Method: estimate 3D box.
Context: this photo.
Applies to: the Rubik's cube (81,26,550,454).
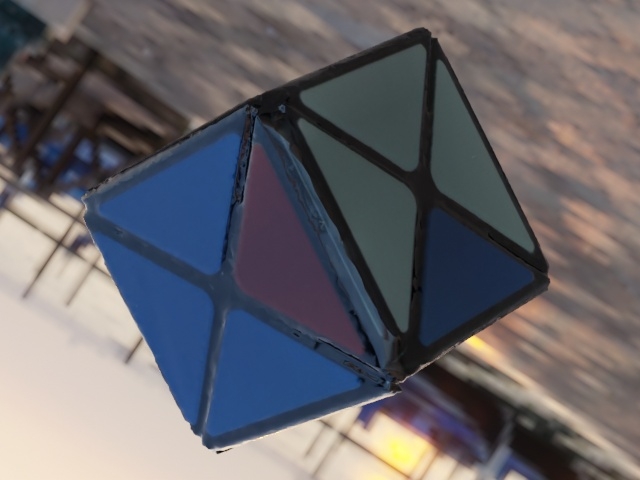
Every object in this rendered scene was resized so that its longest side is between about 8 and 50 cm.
[{"bbox_3d":[0.000,0.000,1.517,0.248,0.250,0.246,-24,93,40],"label":"Rubik's cube"}]
